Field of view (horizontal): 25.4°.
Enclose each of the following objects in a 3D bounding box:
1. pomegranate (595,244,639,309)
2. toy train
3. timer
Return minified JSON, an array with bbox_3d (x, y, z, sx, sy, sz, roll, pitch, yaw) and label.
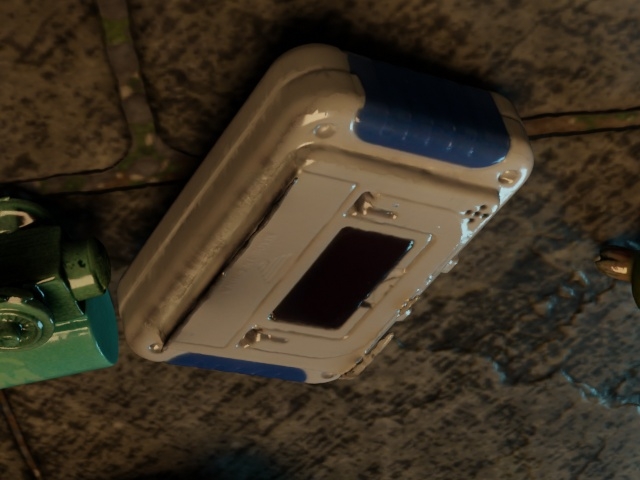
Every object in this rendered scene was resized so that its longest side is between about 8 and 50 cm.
[{"bbox_3d":[0.234,0.025,0.955,0.084,0.073,0.073,6,154,49],"label":"pomegranate"},{"bbox_3d":[-0.246,0.057,0.924,0.248,0.101,0.159,-12,145,6],"label":"toy train"},{"bbox_3d":[0.000,0.000,0.877,0.178,0.078,0.253,11,135,-31],"label":"timer"}]
